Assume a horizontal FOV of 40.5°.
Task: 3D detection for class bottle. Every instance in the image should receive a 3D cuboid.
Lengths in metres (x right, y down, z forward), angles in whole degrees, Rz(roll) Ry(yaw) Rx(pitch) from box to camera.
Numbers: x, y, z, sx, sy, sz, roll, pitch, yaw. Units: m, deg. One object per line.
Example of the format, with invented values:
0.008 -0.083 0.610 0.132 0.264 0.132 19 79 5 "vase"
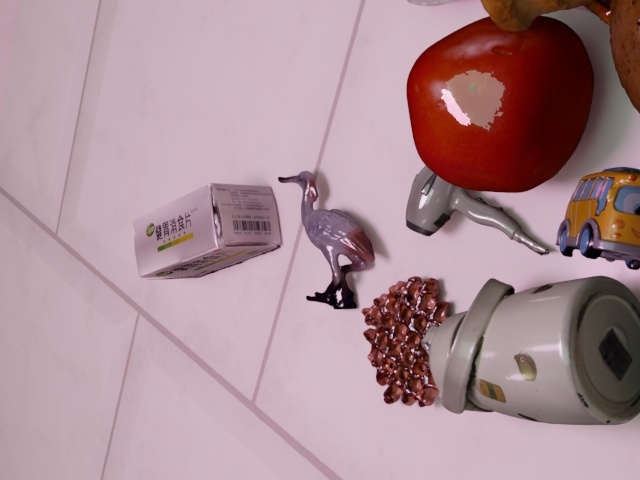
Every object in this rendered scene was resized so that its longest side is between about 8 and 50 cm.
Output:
0.302 0.169 1.331 0.351 0.229 0.229 -14 81 53 "bottle"

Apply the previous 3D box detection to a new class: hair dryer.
0.279 -0.106 1.460 0.267 0.092 0.229 10 92 32 "hair dryer"

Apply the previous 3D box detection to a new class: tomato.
0.269 -0.212 1.322 0.298 0.226 0.299 -2 86 23 "tomato"

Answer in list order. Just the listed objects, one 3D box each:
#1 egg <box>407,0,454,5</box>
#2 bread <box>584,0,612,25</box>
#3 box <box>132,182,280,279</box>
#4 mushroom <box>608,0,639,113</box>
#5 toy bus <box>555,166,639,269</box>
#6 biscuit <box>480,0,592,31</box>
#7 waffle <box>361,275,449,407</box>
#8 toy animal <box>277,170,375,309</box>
0.221 -0.538 1.439 0.206 0.162 0.271 21 146 24 "egg"
0.444 -0.372 1.262 0.139 0.095 0.269 -60 39 8 "bread"
-0.256 -0.015 1.924 0.333 0.173 0.145 -19 77 44 "box"
0.533 -0.285 1.024 0.331 0.356 0.334 67 156 3 "mushroom"
0.420 -0.032 1.209 0.209 0.126 0.136 -117 39 -88 "toy bus"
0.328 -0.390 1.132 0.274 0.213 0.091 -26 61 19 "biscuit"
0.164 0.188 1.580 0.221 0.055 0.234 -34 62 43 "waffle"
0.010 -0.021 1.708 0.195 0.090 0.324 -32 70 42 "toy animal"
